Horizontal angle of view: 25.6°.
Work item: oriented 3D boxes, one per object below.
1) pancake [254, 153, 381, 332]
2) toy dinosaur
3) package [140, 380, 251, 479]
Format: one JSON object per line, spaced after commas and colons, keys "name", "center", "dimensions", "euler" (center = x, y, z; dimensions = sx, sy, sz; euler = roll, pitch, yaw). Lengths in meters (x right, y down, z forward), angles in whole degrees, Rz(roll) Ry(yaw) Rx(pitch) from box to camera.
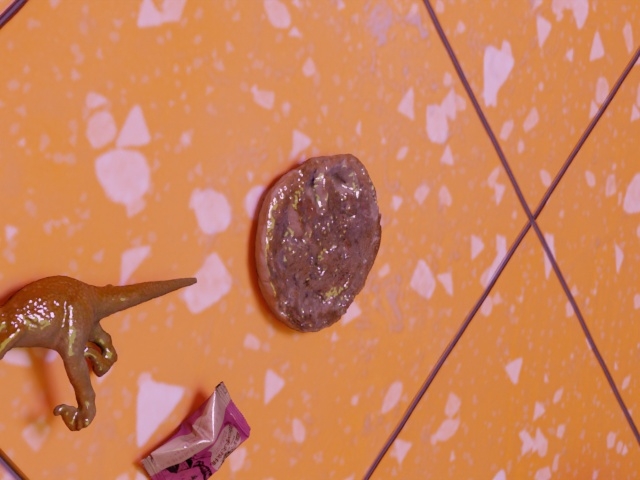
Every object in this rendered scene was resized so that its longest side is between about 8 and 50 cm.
{"name": "pancake", "center": [0.000, 0.000, 1.049], "dimensions": [0.139, 0.022, 0.140], "euler": [-12, 106, -46]}
{"name": "toy dinosaur", "center": [-0.154, 0.037, 0.874], "dimensions": [0.162, 0.039, 0.126], "euler": [-52, 129, -30]}
{"name": "package", "center": [-0.085, 0.143, 0.977], "dimensions": [0.083, 0.029, 0.059], "euler": [-43, 134, -21]}
